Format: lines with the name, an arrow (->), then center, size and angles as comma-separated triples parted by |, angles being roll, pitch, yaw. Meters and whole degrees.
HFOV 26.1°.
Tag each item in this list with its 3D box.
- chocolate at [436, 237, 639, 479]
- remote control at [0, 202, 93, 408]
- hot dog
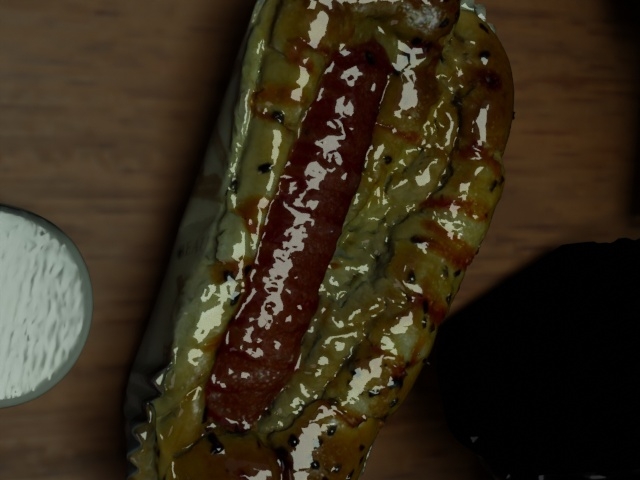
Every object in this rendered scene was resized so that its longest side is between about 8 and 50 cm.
chocolate -> 0.131, 0.097, 0.587 | 0.156, 0.156, 0.133 | -31, 124, -24
remote control -> -0.194, 0.009, 0.462 | 0.245, 0.022, 0.077 | 10, 84, -27
hot dog -> 0.000, 0.000, 0.538 | 0.131, 0.069, 0.252 | 26, 80, -27
